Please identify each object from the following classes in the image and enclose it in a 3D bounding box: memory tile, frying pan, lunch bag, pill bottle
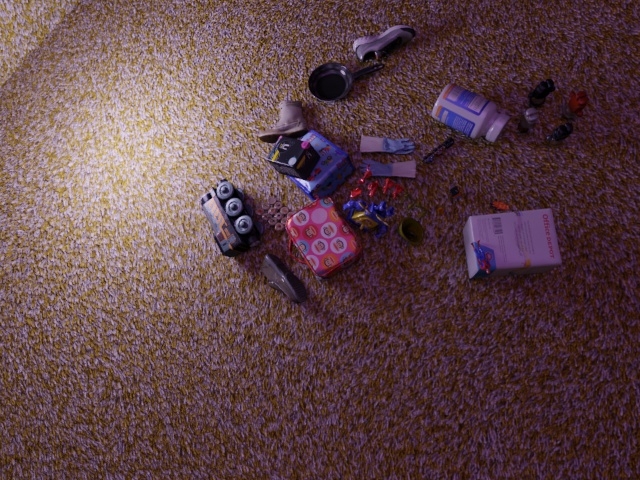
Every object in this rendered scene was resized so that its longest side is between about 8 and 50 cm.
[{"bbox_3d":[-0.185,-0.111,1.811,0.148,0.012,0.113,37,62,16],"label":"memory tile"},{"bbox_3d":[0.096,-0.730,1.926,0.326,0.053,0.197,-35,73,-3],"label":"frying pan"},{"bbox_3d":[-0.040,-0.326,1.814,0.221,0.138,0.293,-45,64,-1],"label":"lunch bag"},{"bbox_3d":[0.000,0.000,1.715,0.258,0.120,0.293,-31,73,1],"label":"lunch bag"},{"bbox_3d":[0.596,-0.498,1.729,0.272,0.152,0.152,33,83,15],"label":"pill bottle"}]

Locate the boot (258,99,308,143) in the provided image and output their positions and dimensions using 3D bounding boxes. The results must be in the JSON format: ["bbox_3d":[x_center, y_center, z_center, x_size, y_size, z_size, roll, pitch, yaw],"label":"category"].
[{"bbox_3d":[-0.172,-0.519,1.903,0.213,0.077,0.165,-11,75,1],"label":"boot"}]

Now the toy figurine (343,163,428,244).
[{"bbox_3d":[0.217,-0.108,1.708,0.363,0.217,0.191,30,61,-28],"label":"toy figurine"}]

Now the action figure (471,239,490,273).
[{"bbox_3d":[0.538,0.057,1.455,0.038,0.030,0.115,-20,75,2],"label":"action figure"}]

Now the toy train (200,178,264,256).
[{"bbox_3d":[-0.374,-0.092,1.800,0.190,0.142,0.333,-34,72,9],"label":"toy train"}]

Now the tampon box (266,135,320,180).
[{"bbox_3d":[-0.108,-0.326,1.726,0.161,0.101,0.120,21,76,38],"label":"tampon box"}]

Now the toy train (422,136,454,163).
[{"bbox_3d":[0.481,-0.363,1.779,0.158,0.027,0.036,-37,84,-2],"label":"toy train"}]

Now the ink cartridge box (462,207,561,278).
[{"bbox_3d":[0.671,0.018,1.557,0.270,0.197,0.198,-5,75,9],"label":"ink cartridge box"}]

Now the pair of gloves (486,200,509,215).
[{"bbox_3d":[0.685,-0.111,1.687,0.074,0.010,0.083,19,80,13],"label":"pair of gloves"}]

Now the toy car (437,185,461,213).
[{"bbox_3d":[0.508,-0.157,1.725,0.041,0.060,0.122,38,104,-26],"label":"toy car"}]

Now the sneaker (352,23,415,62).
[{"bbox_3d":[0.282,-0.849,1.902,0.272,0.100,0.107,-16,74,9],"label":"sneaker"}]

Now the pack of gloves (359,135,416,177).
[{"bbox_3d":[0.277,-0.338,1.808,0.232,0.046,0.195,4,65,7],"label":"pack of gloves"}]

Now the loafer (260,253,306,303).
[{"bbox_3d":[-0.150,0.162,1.725,0.251,0.094,0.087,48,112,26],"label":"loafer"}]

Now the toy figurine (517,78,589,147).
[{"bbox_3d":[0.888,-0.488,1.688,0.213,0.148,0.209,26,87,13],"label":"toy figurine"}]
